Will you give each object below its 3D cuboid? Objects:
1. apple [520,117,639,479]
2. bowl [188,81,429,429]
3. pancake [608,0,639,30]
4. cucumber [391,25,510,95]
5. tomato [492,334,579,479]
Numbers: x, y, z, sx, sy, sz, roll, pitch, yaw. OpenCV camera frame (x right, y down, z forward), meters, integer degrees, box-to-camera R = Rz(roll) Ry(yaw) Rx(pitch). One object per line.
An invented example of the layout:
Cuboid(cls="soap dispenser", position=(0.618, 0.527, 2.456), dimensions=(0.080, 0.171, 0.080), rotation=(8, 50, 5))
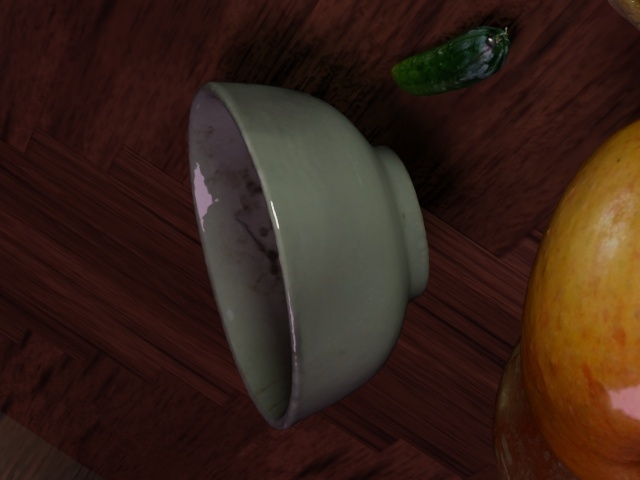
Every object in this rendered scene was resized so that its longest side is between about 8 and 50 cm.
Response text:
Cuboid(cls="apple", position=(0.279, 0.050, 1.288), dimensions=(0.299, 0.275, 0.299), rotation=(22, 150, 13))
Cuboid(cls="bowl", position=(0.000, 0.000, 1.621), dimensions=(0.289, 0.146, 0.289), rotation=(168, 90, -76))
Cuboid(cls="pancake", position=(0.239, -0.154, 1.238), dimensions=(0.151, 0.025, 0.151), rotation=(24, 155, 12))
Cuboid(cls="cucumber", position=(0.099, -0.128, 1.445), dimensions=(0.039, 0.039, 0.168), rotation=(40, 158, -17))
Cuboid(cls="tomato", position=(0.260, 0.168, 1.542), dimensions=(0.270, 0.223, 0.270), rotation=(27, 179, 1))
